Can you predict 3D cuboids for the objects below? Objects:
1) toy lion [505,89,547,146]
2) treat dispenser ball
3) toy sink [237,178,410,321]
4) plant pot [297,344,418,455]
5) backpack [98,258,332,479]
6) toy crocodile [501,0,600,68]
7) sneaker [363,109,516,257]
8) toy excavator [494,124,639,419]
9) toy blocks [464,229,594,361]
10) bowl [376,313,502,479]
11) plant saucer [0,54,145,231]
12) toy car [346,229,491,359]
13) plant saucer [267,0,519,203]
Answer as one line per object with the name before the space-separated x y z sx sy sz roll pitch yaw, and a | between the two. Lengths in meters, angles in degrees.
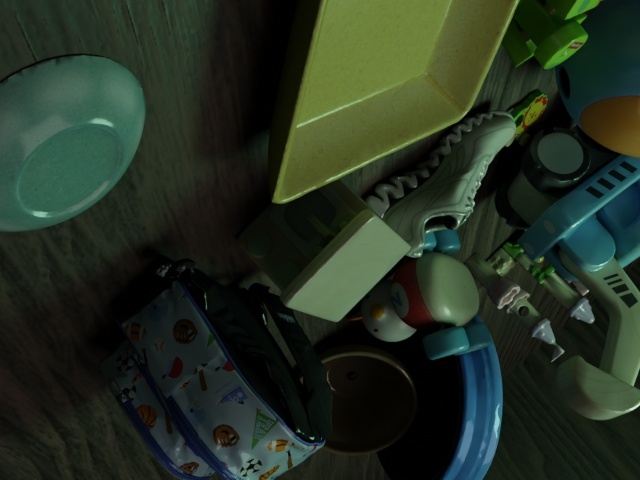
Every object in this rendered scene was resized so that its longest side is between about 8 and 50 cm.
toy lion | 0.340 -0.206 1.435 0.100 0.034 0.096 -10 133 -52
treat dispenser ball | 0.491 -0.262 1.251 0.288 0.288 0.288 -35 155 -19
toy sink | 0.000 0.000 1.106 0.153 0.131 0.234 -46 161 5
plant pot | 0.062 0.285 1.645 0.237 0.237 0.109 -53 -163 20
backpack | -0.118 0.178 1.045 0.213 0.263 0.276 -47 157 7
toy crocodile | 0.310 -0.316 1.031 0.105 0.115 0.340 -28 166 -26
sneaker | 0.200 -0.085 1.303 0.292 0.118 0.110 -40 154 -13
toy excavator | 0.491 0.023 1.496 0.433 0.445 0.222 -35 166 -18
toy blocks | 0.527 0.079 1.902 0.288 0.260 0.309 -45 156 5
bowl | 0.208 0.306 1.669 0.077 0.391 0.391 7 132 -24
plant saucer | -0.226 -0.070 0.746 0.195 0.037 0.195 -35 156 -18
toy car | 0.141 0.115 1.504 0.238 0.219 0.210 -23 167 28
plant saucer | 0.079 -0.226 0.917 0.333 0.081 0.333 -27 151 -33
